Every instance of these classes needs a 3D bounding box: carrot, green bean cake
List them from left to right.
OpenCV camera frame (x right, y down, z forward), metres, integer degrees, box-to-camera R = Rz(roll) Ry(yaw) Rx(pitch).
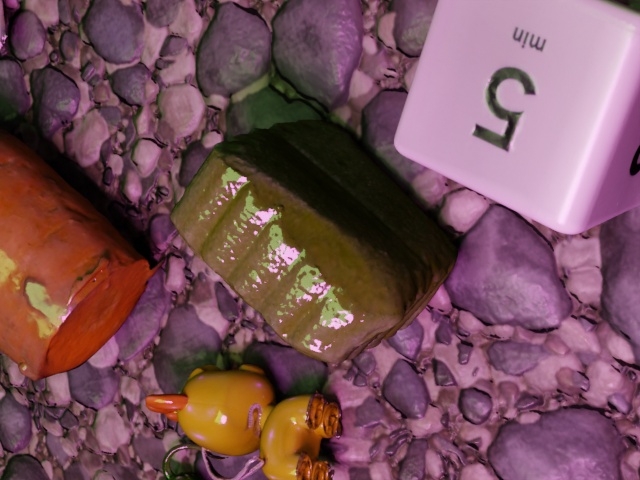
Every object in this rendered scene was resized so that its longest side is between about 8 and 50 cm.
[{"bbox_3d":[-0.380,0.001,1.650,0.340,0.224,0.224,37,119,14],"label":"carrot"},{"bbox_3d":[0.000,0.000,1.393,0.248,0.222,0.125,44,119,14],"label":"green bean cake"}]

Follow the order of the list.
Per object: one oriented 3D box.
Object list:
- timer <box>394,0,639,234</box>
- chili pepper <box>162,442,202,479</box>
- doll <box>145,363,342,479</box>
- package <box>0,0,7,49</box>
[{"bbox_3d":[0.207,-0.141,1.239,0.194,0.192,0.195,29,115,25],"label":"timer"},{"bbox_3d":[-0.118,0.362,1.649,0.257,0.074,0.100,50,120,9],"label":"chili pepper"},{"bbox_3d":[-0.088,0.204,1.562,0.220,0.143,0.135,7,77,26],"label":"doll"},{"bbox_3d":[-0.460,-0.337,1.719,0.269,0.071,0.194,34,116,37],"label":"package"}]
